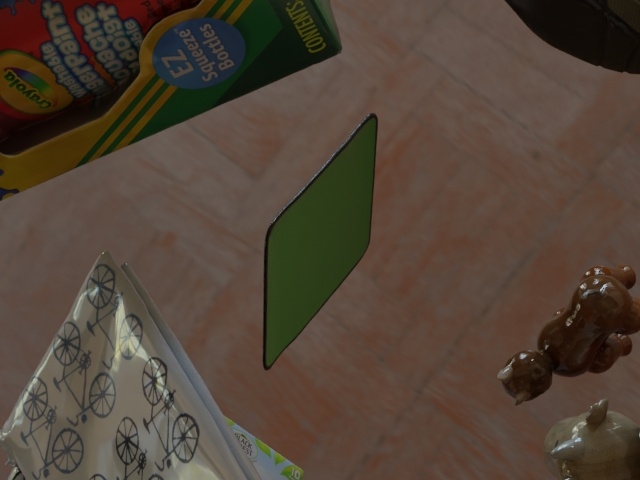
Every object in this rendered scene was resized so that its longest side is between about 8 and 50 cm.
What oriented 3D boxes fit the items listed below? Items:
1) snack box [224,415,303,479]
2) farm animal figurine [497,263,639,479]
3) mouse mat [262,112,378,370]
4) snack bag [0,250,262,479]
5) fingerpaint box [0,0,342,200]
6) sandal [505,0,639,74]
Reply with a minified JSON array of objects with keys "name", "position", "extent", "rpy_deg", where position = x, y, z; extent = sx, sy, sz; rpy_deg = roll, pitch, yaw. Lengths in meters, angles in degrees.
[{"name":"snack box","position":[-0.080,0.194,1.394],"extent":[0.037,0.141,0.100],"rpy_deg":[-23,42,37]},{"name":"farm animal figurine","position":[0.250,0.170,1.222],"extent":[0.326,0.172,0.330],"rpy_deg":[-23,84,46]},{"name":"mouse mat","position":[0.000,0.000,1.442],"extent":[0.007,0.153,0.190],"rpy_deg":[20,42,21]},{"name":"snack bag","position":[-0.156,0.231,1.205],"extent":[0.342,0.037,0.323],"rpy_deg":[-59,43,23]},{"name":"fingerpaint box","position":[-0.242,-0.243,1.161],"extent":[0.371,0.445,0.163],"rpy_deg":[-22,45,8]},{"name":"sandal","position":[0.105,-0.157,0.894],"extent":[0.219,0.090,0.060],"rpy_deg":[24,56,-5]}]
